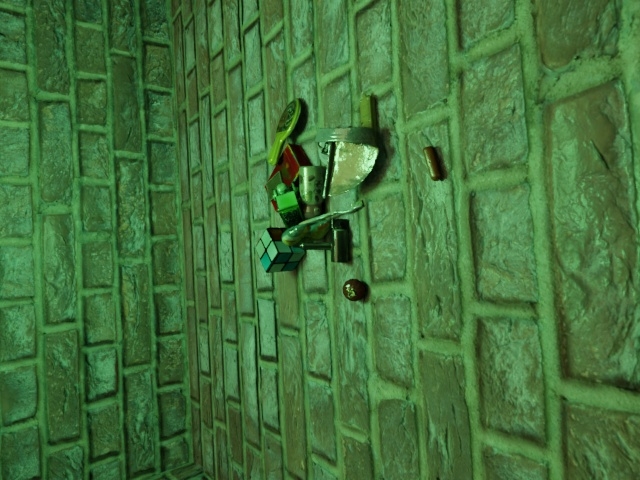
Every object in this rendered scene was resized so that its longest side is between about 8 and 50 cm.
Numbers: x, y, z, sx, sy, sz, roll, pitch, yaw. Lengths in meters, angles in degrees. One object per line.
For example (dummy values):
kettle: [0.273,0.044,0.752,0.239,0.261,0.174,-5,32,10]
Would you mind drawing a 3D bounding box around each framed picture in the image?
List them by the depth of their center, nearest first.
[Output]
framed picture: [-0.240,-0.283,2.174,0.149,0.011,0.109,-31,65,49]

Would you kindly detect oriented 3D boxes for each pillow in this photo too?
pillow: [-0.068,-0.039,1.928,0.214,0.234,0.086,-39,64,56]

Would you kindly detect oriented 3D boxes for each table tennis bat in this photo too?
table tennis bat: [-0.191,-0.560,2.133,0.224,0.054,0.368,13,83,60]

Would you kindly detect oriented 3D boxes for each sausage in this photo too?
sausage: [0.400,-0.273,1.475,0.039,0.041,0.131,-20,75,28]

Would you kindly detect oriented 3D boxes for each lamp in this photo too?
lamp: [0.144,0.214,1.787,0.101,0.090,0.101,5,105,19]

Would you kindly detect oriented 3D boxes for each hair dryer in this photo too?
hair dryer: [0.000,0.000,1.857,0.078,0.249,0.195,-149,58,-86]

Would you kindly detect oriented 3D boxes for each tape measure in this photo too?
tape measure: [0.063,-0.417,1.848,0.196,0.105,0.178,15,104,49]

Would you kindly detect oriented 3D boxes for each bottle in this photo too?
bottle: [-0.040,-0.228,1.975,0.120,0.120,0.253,10,106,51]

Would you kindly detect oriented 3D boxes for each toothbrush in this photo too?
toothbrush: [0.040,-0.116,1.893,0.375,0.028,0.037,-17,73,37]

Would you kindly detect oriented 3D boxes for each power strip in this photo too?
power strip: [0.203,-0.458,1.719,0.064,0.044,0.305,-8,84,51]

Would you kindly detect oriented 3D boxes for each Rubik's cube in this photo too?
Rubik's cube: [-0.209,0.047,2.156,0.167,0.184,0.180,-55,53,39]

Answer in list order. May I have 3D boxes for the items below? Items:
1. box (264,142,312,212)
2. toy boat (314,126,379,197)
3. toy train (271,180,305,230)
box: [-0.168,-0.320,2.160,0.313,0.089,0.197,-55,48,38]
toy boat: [0.116,-0.345,1.701,0.276,0.111,0.293,-10,96,28]
toy train: [-0.149,-0.163,2.037,0.243,0.133,0.188,70,-178,-57]
